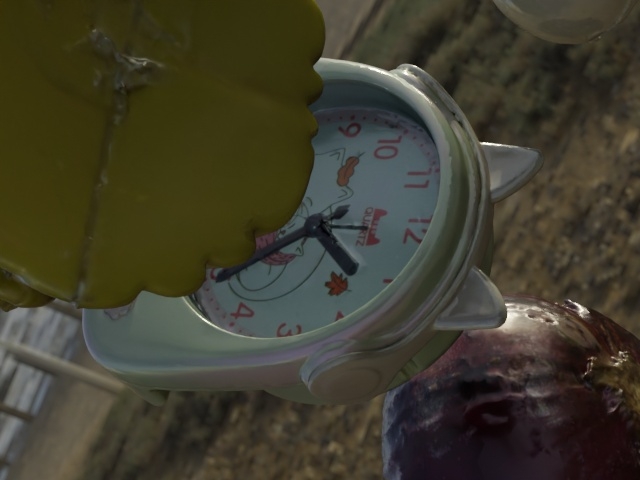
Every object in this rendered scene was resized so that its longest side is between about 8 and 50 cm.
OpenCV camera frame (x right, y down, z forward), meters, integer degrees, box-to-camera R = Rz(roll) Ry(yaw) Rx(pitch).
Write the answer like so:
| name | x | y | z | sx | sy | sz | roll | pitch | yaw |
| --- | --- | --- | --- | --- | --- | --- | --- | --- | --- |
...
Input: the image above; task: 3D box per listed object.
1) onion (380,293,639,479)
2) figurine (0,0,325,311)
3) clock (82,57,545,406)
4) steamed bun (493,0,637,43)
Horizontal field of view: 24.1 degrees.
| name | x | y | z | sx | sy | sz | roll | pitch | yaw |
| --- | --- | --- | --- | --- | --- | --- | --- | --- | --- |
| onion | 0.198 | 0.231 | 1.402 | 0.282 | 0.336 | 0.260 | -33 | 23 | 36 |
| figurine | -0.147 | -0.022 | 0.618 | 0.315 | 0.168 | 0.187 | -31 | 70 | 53 |
| clock | 0.000 | 0.000 | 1.080 | 0.108 | 0.324 | 0.265 | 52 | -131 | -51 |
| steamed bun | 0.176 | -0.257 | 1.061 | 0.177 | 0.130 | 0.228 | 145 | 143 | -76 |
